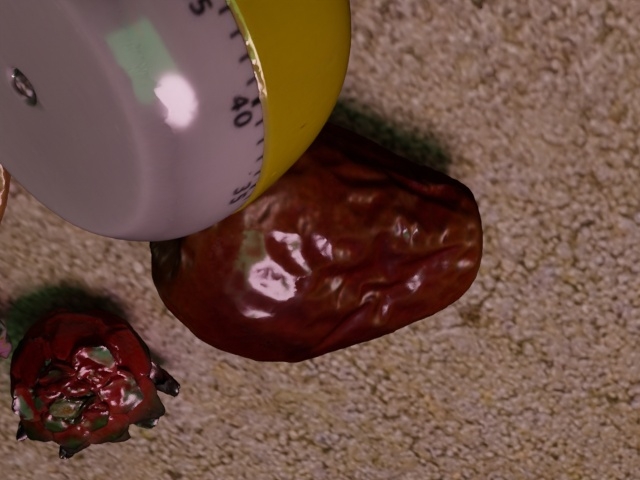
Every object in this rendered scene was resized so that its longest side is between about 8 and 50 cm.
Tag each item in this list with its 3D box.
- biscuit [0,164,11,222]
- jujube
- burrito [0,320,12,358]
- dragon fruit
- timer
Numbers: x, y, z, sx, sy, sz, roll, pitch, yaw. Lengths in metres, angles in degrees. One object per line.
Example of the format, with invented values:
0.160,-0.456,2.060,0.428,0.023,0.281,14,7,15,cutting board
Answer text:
-0.405,-0.077,0.788,0.376,0.051,0.269,24,99,-19,biscuit
0.000,0.000,0.867,0.255,0.190,0.190,1,126,-17,jujube
-0.387,0.021,0.893,0.309,0.066,0.096,32,119,-24,burrito
-0.198,0.121,0.963,0.130,0.121,0.142,29,151,10,dragon fruit
-0.081,-0.158,0.708,0.285,0.285,0.285,-4,126,-5,timer
